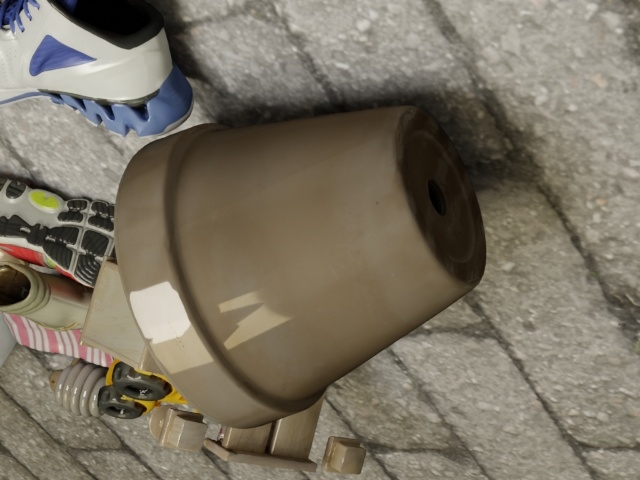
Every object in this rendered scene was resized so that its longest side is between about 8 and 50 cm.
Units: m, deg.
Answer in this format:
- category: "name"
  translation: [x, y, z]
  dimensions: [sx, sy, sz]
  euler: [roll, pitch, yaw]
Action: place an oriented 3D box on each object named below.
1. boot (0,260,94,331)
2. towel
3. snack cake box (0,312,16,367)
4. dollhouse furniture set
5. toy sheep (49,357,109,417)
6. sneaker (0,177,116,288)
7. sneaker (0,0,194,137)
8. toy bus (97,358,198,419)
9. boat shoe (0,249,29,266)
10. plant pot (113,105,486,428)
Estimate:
- category: "boot"
  translation: [-0.381, 0.074, 1.728]
  dimensions: [0.213, 0.077, 0.165]
  euler: [6, 170, 45]
- category: "towel"
  translation: [-0.392, 0.124, 1.909]
  dimensions: [0.197, 0.029, 0.144]
  euler: [10, 141, 21]
- category: "snack cake box"
  translation: [-0.567, 0.195, 1.904]
  dimensions: [0.089, 0.264, 0.152]
  euler: [12, 142, 21]
- category: "dollhouse furniture set"
  translation: [-0.092, 0.108, 1.618]
  dimensions: [0.356, 0.303, 0.174]
  euler: [16, 180, -36]
- category: "toy sheep"
  translation: [-0.349, 0.224, 1.959]
  dimensions: [0.132, 0.091, 0.091]
  euler: [13, 143, 17]
- category: "sneaker"
  translation: [-0.326, -0.001, 1.675]
  dimensions: [0.279, 0.107, 0.118]
  euler: [24, 163, 8]
- category: "sneaker"
  translation: [-0.285, -0.226, 1.334]
  dimensions: [0.316, 0.127, 0.182]
  euler: [10, 139, 10]
- category: "toy bus"
  translation: [-0.177, 0.168, 1.755]
  dimensions: [0.211, 0.149, 0.220]
  euler: [17, 149, -16]
- category: "boat shoe"
  translation: [-0.545, 0.022, 1.813]
  dimensions: [0.302, 0.098, 0.109]
  euler: [9, 141, 23]
- category: "plant pot"
  translation: [0.000, 0.000, 1.306]
  dimensions: [0.280, 0.323, 0.323]
  euler: [-21, 125, 27]
